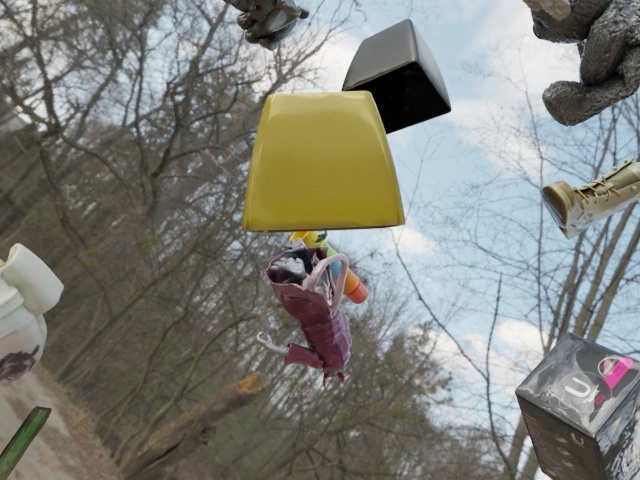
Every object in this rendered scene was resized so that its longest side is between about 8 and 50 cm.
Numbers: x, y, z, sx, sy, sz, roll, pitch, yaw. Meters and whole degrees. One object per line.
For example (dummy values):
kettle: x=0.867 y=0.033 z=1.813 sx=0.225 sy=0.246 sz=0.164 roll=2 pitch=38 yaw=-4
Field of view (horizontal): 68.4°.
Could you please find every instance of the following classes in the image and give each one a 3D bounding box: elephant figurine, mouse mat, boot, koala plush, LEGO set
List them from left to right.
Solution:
mouse mat: x=-0.430 y=0.314 z=0.630 sx=0.007 sy=0.189 sz=0.152 roll=29 pitch=-27 yaw=-9
elephant figurine: x=-0.128 y=-0.581 z=1.158 sx=0.169 sy=0.186 sz=0.239 roll=29 pitch=-4 yaw=-7
LEGO set: x=0.002 y=0.000 z=1.247 sx=0.023 sy=0.054 sz=0.083 roll=51 pitch=-20 yaw=25
koala plush: x=0.388 y=-0.323 z=0.671 sx=0.221 sy=0.196 sz=0.203 roll=44 pitch=-24 yaw=-7
boot: x=0.480 y=-0.085 z=0.814 sx=0.213 sy=0.165 sz=0.077 roll=26 pitch=36 yaw=-54

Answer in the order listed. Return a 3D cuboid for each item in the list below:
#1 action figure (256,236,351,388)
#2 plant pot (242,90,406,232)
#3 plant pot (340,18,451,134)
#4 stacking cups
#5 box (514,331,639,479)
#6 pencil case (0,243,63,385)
action figure: x=0.013 y=0.179 z=1.089 sx=0.276 sy=0.248 sz=0.370 roll=-3 pitch=-68 yaw=45
plant pot: x=0.000 y=-0.108 z=0.702 sx=0.212 sy=0.187 sz=0.212 roll=-3 pitch=0 yaw=0
plant pot: x=0.174 y=-0.380 z=1.078 sx=0.188 sy=0.167 sz=0.187 roll=-14 pitch=-29 yaw=34
stacking cups: x=0.034 y=0.088 z=1.488 sx=0.316 sy=0.096 sz=0.096 roll=49 pitch=-27 yaw=-21
box: x=0.475 y=0.325 z=0.830 sx=0.143 sy=0.165 sz=0.270 roll=25 pitch=-31 yaw=54
pencil case: x=-0.278 y=0.130 z=0.154 sx=0.184 sy=0.410 sz=0.159 roll=0 pitch=-58 yaw=10
